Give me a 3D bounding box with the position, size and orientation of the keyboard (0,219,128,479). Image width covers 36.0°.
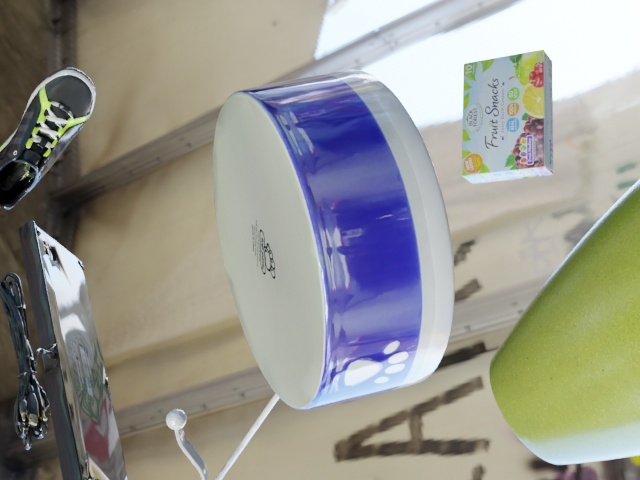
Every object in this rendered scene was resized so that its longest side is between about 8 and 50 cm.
[{"bbox_3d":[-0.263,0.123,0.979,0.201,0.033,0.317,58,-169,-62],"label":"keyboard"}]

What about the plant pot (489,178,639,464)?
[{"bbox_3d":[0.322,0.097,0.979,0.275,0.293,0.275,32,-144,-27],"label":"plant pot"}]

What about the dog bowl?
[{"bbox_3d":[0.000,0.000,0.803,0.104,0.265,0.265,-12,-99,-20],"label":"dog bowl"}]

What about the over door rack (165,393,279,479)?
[{"bbox_3d":[-0.099,0.234,0.907,0.108,0.324,0.239,39,-154,-15],"label":"over door rack"}]

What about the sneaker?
[{"bbox_3d":[-0.387,-0.130,1.367,0.084,0.235,0.097,30,-163,-33],"label":"sneaker"}]

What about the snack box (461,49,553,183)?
[{"bbox_3d":[0.216,-0.142,1.139,0.037,0.100,0.141,24,-116,-55],"label":"snack box"}]
